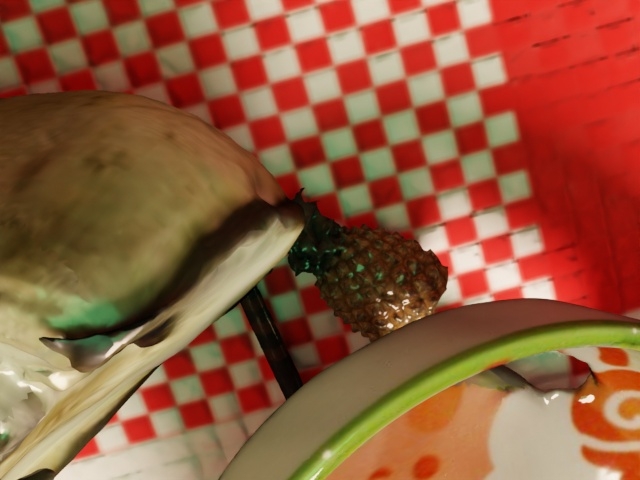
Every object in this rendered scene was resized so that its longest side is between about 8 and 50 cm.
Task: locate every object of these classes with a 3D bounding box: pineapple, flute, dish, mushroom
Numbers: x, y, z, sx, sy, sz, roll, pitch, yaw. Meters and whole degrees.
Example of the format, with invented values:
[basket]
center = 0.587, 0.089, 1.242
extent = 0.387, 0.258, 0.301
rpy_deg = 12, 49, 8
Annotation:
[pineapple]
center = 0.000, 0.000, 0.701
extent = 0.124, 0.058, 0.058
rpy_deg = 35, 108, -15
[flute]
center = 0.005, 0.121, 0.780
extent = 0.014, 0.014, 0.269
rpy_deg = -21, 116, 5
[dish]
center = 0.055, 0.154, 0.725
extent = 0.324, 0.124, 0.324
rpy_deg = -14, 122, -23
[mushroom]
center = -0.136, 0.018, 0.621
extent = 0.164, 0.189, 0.267
rpy_deg = 42, 151, 2
